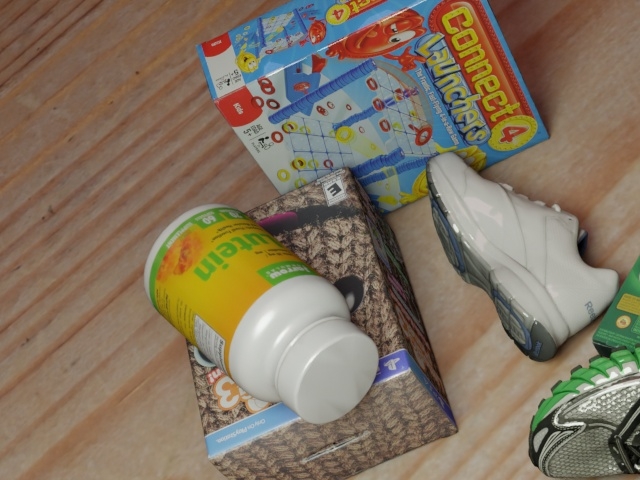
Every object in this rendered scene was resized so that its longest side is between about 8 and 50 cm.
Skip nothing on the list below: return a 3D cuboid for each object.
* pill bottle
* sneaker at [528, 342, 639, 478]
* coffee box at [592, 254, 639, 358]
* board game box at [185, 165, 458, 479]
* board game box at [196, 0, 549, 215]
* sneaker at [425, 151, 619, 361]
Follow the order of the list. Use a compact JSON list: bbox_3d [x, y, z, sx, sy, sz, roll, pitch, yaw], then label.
[{"bbox_3d":[-0.056,0.075,1.622,0.136,0.136,0.246,-45,49,-8],"label":"pill bottle"},{"bbox_3d":[0.356,0.175,1.509,0.343,0.134,0.146,-12,51,21],"label":"sneaker"},{"bbox_3d":[0.369,0.051,1.662,0.113,0.040,0.184,17,66,38],"label":"coffee box"},{"bbox_3d":[-0.015,0.105,1.766,0.232,0.141,0.291,-25,49,10],"label":"board game box"},{"bbox_3d":[0.066,-0.161,1.809,0.302,0.308,0.086,-25,53,9],"label":"board game box"},{"bbox_3d":[0.211,0.003,1.767,0.129,0.111,0.297,-28,52,-9],"label":"sneaker"}]
